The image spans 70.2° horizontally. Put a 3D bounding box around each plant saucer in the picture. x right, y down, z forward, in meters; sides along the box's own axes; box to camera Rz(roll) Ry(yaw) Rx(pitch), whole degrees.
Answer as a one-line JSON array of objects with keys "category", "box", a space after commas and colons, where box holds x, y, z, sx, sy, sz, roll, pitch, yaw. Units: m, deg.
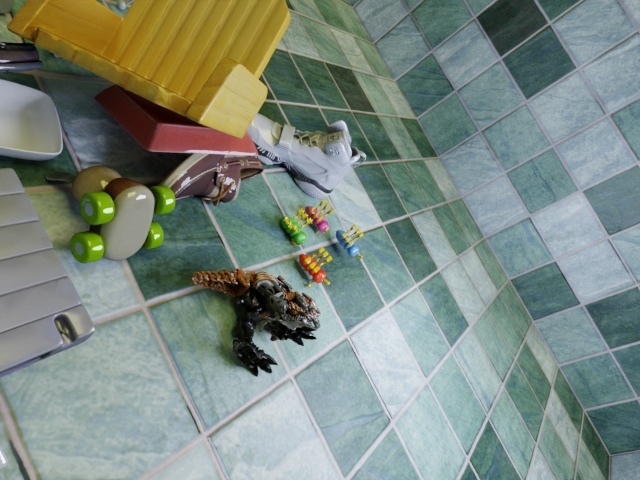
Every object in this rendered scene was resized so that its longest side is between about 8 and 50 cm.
[{"category": "plant saucer", "box": [-0.295, -0.259, 0.959, 0.259, 0.047, 0.259, -8, 40, -46]}]

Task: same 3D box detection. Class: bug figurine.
[{"category": "bug figurine", "box": [0.000, 0.000, 1.243, 0.216, 0.072, 0.279, 53, 38, 4]}]

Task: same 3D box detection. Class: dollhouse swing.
[{"category": "dollhouse swing", "box": [-0.255, -0.400, 0.812, 0.347, 0.304, 0.315, 27, 9, 3]}]

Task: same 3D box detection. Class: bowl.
[{"category": "bowl", "box": [-0.518, -0.195, 0.759, 0.142, 0.053, 0.141, 2, 62, -50]}]

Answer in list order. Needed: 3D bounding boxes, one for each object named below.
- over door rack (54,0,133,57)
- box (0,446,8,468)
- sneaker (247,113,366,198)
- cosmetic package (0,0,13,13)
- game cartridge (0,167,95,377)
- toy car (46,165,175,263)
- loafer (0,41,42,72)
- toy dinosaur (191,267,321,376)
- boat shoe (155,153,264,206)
[{"category": "over door rack", "box": [-0.464, -0.497, 1.039, 0.324, 0.108, 0.239, -9, 70, -39]}, {"category": "box", "box": [-0.500, 0.130, 0.419, 0.215, 0.168, 0.345, -22, 81, -56]}, {"category": "sneaker", "box": [-0.047, -0.281, 1.282, 0.366, 0.210, 0.137, 36, 39, -29]}, {"category": "cosmetic package", "box": [-0.693, -0.587, 0.758, 0.365, 0.155, 0.197, 58, 34, -1]}, {"category": "game cartridge", "box": [-0.412, 0.053, 0.390, 0.230, 0.068, 0.355, 57, 33, 7]}, {"category": "toy car", "box": [-0.385, -0.069, 0.798, 0.188, 0.148, 0.155, 36, 25, 19]}, {"category": "loafer", "box": [-0.576, -0.294, 0.662, 0.303, 0.109, 0.095, -22, 122, -44]}, {"category": "toy dinosaur", "box": [-0.123, 0.143, 0.950, 0.322, 0.164, 0.218, 10, 39, -26]}, {"category": "boat shoe", "box": [-0.230, -0.144, 1.029, 0.123, 0.123, 0.342, 52, 28, -7]}]
